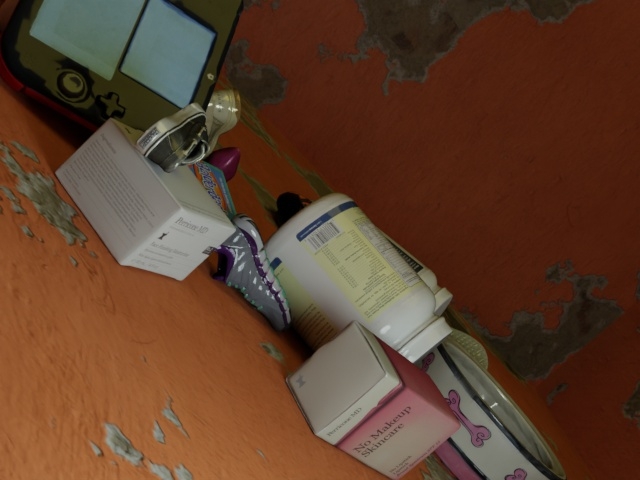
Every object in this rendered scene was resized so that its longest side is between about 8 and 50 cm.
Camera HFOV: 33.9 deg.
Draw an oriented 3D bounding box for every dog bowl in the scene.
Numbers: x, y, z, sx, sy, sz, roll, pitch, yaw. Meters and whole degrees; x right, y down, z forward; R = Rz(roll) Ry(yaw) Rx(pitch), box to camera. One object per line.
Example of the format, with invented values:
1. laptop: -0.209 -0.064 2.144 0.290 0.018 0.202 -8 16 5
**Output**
1. dog bowl: 0.326 0.387 2.214 0.408 0.150 0.408 47 8 -9

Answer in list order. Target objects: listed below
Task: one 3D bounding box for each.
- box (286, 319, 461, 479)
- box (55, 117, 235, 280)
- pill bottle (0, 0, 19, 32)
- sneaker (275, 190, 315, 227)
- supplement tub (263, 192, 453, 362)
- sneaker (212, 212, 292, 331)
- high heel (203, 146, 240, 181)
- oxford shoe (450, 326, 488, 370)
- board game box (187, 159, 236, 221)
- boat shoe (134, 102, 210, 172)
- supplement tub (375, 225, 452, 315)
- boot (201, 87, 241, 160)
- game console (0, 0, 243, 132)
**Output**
1. box: 0.085 0.253 1.635 0.232 0.149 0.127 38 14 -44
2. box: -0.245 -0.055 1.491 0.182 0.119 0.181 51 10 20
3. pill bottle: -0.387 -0.315 1.783 0.301 0.169 0.169 46 9 -10
4. sneaker: 0.000 0.000 2.506 0.321 0.124 0.180 40 8 29
5. supplement tub: 0.055 0.102 1.871 0.325 0.235 0.235 50 9 10
6. sneaker: -0.125 0.067 1.740 0.083 0.098 0.223 29 -36 62
7. high heel: -0.203 -0.165 2.177 0.082 0.117 0.244 47 9 -5
8. oxford shoe: 0.211 0.224 2.495 0.449 0.169 0.130 34 -27 -30
9. board game box: -0.241 -0.096 1.744 0.210 0.047 0.160 26 27 -37
10. boat shoe: -0.195 -0.136 1.467 0.070 0.078 0.219 46 18 -5
11. supplement tub: 0.128 0.096 2.267 0.272 0.191 0.191 40 7 13
12. boot: -0.291 -0.223 2.021 0.204 0.262 0.095 -1 76 -29
13. game console: -0.312 -0.339 1.699 0.342 0.060 0.386 28 59 -21
